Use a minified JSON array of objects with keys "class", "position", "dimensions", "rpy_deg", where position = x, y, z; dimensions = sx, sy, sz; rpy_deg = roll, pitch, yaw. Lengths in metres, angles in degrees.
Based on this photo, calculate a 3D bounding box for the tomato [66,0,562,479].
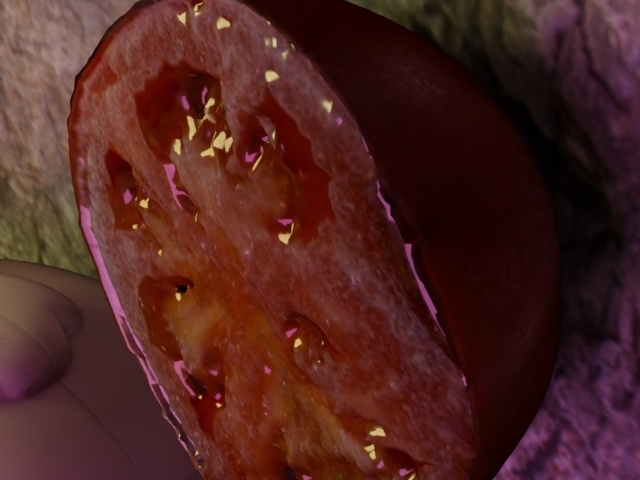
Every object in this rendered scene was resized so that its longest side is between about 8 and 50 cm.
[{"class":"tomato","position":[0.011,0.001,0.991],"dimensions":[0.338,0.144,0.338],"rpy_deg":[33,136,39]}]

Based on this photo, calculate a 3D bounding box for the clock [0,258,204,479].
[{"class":"clock","position":[-0.231,0.160,1.331],"dimensions":[0.377,0.250,0.368],"rpy_deg":[25,135,31]}]
